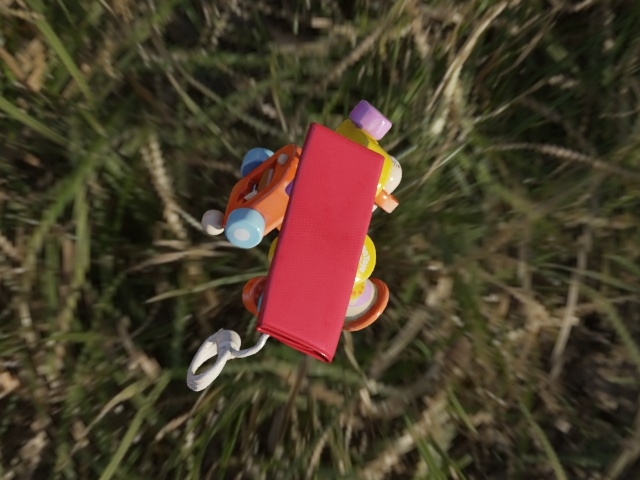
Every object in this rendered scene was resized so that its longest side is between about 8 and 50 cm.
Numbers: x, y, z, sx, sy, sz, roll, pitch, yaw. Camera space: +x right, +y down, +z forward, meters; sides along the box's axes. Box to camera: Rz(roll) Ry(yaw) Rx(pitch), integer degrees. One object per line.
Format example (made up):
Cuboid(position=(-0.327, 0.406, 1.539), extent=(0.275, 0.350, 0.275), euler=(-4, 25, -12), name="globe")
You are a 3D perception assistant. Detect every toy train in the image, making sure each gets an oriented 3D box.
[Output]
Cuboid(position=(-0.008, 0.004, 0.886), extent=(0.046, 0.166, 0.125), euler=(38, 124, -22), name="toy train")

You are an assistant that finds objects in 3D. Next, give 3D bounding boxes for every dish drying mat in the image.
Cuboid(position=(0.000, 0.000, 0.668), extent=(0.032, 0.008, 0.083), euler=(25, 60, -18), name="dish drying mat")
